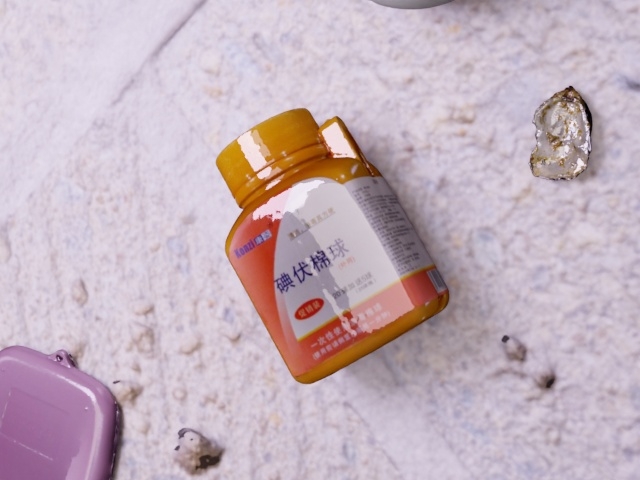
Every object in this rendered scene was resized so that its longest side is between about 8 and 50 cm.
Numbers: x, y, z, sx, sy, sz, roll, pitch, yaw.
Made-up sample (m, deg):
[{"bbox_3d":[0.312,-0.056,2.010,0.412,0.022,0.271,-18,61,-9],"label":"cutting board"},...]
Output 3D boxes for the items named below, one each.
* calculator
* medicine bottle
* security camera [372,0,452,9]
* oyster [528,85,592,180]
[{"bbox_3d":[-0.323,0.257,1.023,0.194,0.043,0.294,20,98,19],"label":"calculator"},{"bbox_3d":[0.000,0.000,0.851,0.149,0.112,0.222,-32,82,19],"label":"medicine bottle"},{"bbox_3d":[0.058,-0.304,0.776,0.236,0.194,0.194,41,105,12],"label":"security camera"},{"bbox_3d":[0.212,-0.094,0.817,0.054,0.019,0.083,8,98,21],"label":"oyster"}]
